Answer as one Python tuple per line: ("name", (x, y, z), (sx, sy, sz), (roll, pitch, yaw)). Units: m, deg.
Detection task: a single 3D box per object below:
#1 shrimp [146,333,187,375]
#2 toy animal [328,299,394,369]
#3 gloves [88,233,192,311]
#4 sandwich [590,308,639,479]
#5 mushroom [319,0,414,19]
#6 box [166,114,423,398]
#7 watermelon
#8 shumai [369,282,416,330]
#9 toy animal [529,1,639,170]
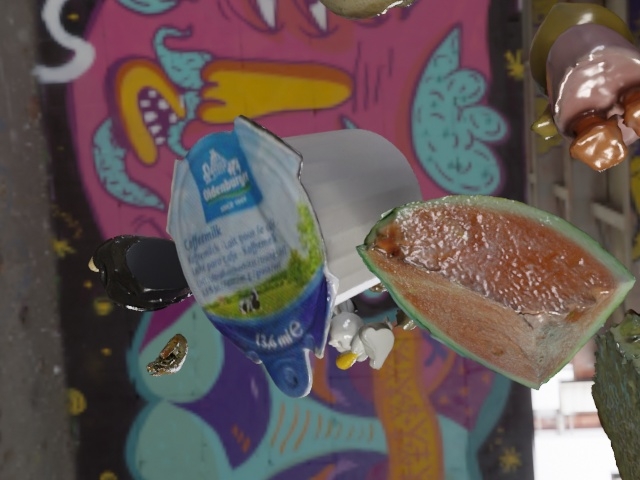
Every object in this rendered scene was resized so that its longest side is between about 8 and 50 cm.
("shrimp", (-0.209, 0.157, 1.319), (0.108, 0.023, 0.059), (12, 95, -76))
("toy animal", (0.068, 0.177, 1.892), (0.127, 0.182, 0.131), (-39, 129, -24))
("gloves", (-0.256, 0.046, 1.400), (0.203, 0.164, 0.124), (132, -28, -69))
("sandwich", (0.429, 0.220, 1.152), (0.325, 0.131, 0.262), (70, 8, -56))
("mushroom", (0.064, -0.349, 1.192), (0.127, 0.166, 0.166), (41, 41, -48))
("box", (0.000, 0.000, 1.058), (0.262, 0.206, 0.291), (-27, -95, 50))
("watermelon", (0.151, 0.050, 0.891), (0.128, 0.231, 0.146), (-56, 165, -39))
("shumai", (0.165, 0.068, 1.795), (0.166, 0.206, 0.175), (-94, -178, -47))
("toy animal", (0.356, -0.220, 1.269), (0.169, 0.195, 0.281), (56, 18, -22))
